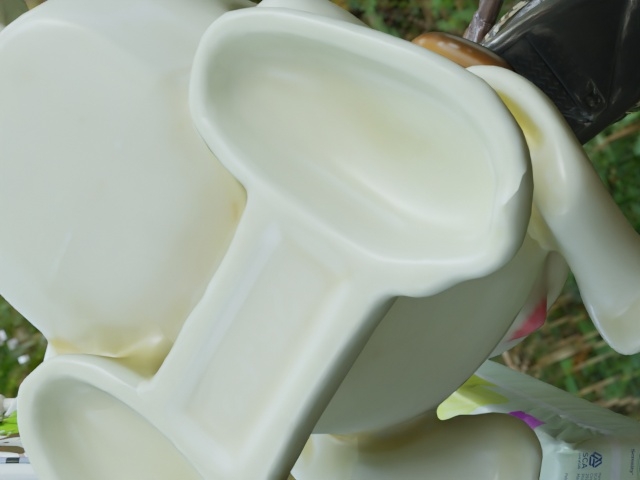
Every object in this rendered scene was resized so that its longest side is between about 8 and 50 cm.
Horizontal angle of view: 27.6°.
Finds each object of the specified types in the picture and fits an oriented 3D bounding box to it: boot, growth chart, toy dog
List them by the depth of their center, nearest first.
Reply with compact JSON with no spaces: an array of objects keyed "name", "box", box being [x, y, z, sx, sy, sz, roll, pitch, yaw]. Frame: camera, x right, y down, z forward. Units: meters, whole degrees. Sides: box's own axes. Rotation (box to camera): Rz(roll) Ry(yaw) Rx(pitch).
[{"name":"toy dog","box":[0.000,0.000,0.755,0.395,0.285,0.408,28,-165,25]},{"name":"growth chart","box":[-0.187,0.137,0.914,0.237,0.171,0.021,-111,19,-85]},{"name":"boot","box":[0.264,-0.186,1.065,0.138,0.377,0.284,54,-172,-4]},{"name":"boot","box":[0.175,-0.233,1.369,0.106,0.037,0.114,-83,13,-53]}]

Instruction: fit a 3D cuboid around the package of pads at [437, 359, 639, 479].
[{"name":"package of pads","box":[0.128,0.218,0.982,0.296,0.101,0.229,-158,69,-65]}]
